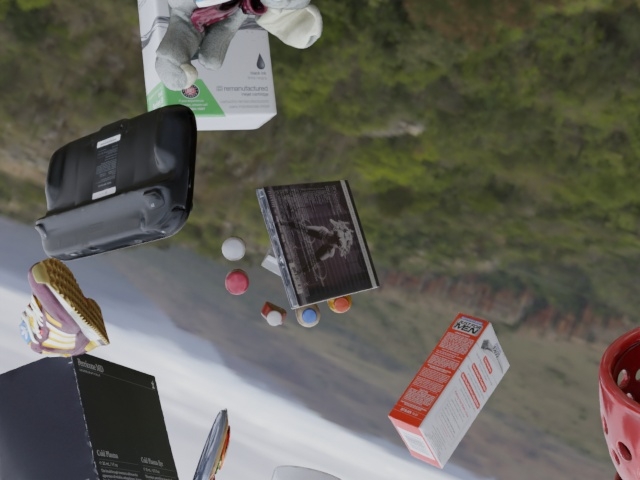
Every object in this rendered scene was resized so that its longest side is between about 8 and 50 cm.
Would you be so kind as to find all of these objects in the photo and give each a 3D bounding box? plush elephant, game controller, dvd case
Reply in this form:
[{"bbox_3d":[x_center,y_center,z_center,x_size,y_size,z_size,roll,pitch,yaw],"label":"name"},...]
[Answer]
[{"bbox_3d":[-0.115,-0.410,1.860,0.255,0.330,0.272,3,122,18],"label":"plush elephant"},{"bbox_3d":[-0.261,-0.070,1.499,0.067,0.167,0.319,25,156,-38],"label":"game controller"},{"bbox_3d":[0.000,0.000,1.619,0.018,0.165,0.221,-20,175,32],"label":"dvd case"}]

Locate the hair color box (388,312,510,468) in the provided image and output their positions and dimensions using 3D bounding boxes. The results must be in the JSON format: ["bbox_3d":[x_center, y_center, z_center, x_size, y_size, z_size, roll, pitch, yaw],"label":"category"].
[{"bbox_3d":[0.160,0.184,1.451,0.053,0.167,0.093,18,149,41],"label":"hair color box"}]

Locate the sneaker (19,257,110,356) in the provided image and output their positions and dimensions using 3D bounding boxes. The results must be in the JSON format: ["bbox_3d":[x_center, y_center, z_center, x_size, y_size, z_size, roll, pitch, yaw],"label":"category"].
[{"bbox_3d":[-0.289,0.084,1.263,0.083,0.070,0.185,-22,152,-1],"label":"sneaker"}]

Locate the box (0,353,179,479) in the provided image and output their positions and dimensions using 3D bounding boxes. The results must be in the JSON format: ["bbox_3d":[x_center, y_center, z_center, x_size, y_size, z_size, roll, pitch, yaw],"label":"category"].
[{"bbox_3d":[-0.395,0.383,2.033,0.178,0.313,0.343,-20,160,11],"label":"box"}]

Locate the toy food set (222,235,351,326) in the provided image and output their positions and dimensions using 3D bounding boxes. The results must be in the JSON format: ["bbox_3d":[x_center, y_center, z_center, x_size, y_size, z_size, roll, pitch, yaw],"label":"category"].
[{"bbox_3d":[-0.067,0.078,1.933,0.232,0.111,0.104,30,-178,-5],"label":"toy food set"}]

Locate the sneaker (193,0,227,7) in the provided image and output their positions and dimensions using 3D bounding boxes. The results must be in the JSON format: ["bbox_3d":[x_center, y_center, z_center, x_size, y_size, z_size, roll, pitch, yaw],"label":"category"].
[{"bbox_3d":[-0.093,-0.374,1.716,0.071,0.190,0.083,60,174,47],"label":"sneaker"}]

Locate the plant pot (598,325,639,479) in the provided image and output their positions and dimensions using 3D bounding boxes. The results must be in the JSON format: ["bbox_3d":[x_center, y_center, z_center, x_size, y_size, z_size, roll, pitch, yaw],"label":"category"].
[{"bbox_3d":[0.372,0.193,1.145,0.191,0.174,0.191,-8,-156,4],"label":"plant pot"}]

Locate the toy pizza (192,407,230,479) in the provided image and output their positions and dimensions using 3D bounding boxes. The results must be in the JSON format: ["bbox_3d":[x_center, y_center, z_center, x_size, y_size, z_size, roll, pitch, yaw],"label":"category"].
[{"bbox_3d":[-0.178,0.371,1.908,0.032,0.201,0.201,20,172,-6],"label":"toy pizza"}]

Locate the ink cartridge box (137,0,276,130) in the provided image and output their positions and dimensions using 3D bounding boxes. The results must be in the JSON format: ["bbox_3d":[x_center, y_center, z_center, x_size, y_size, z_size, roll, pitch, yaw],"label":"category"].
[{"bbox_3d":[-0.209,-0.351,2.127,0.211,0.289,0.121,-4,173,-22],"label":"ink cartridge box"}]

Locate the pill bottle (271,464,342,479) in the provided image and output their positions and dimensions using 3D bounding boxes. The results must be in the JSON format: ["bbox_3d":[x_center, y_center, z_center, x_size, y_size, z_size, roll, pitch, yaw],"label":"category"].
[{"bbox_3d":[-0.029,0.313,1.112,0.103,0.184,0.103,12,156,5],"label":"pill bottle"}]
